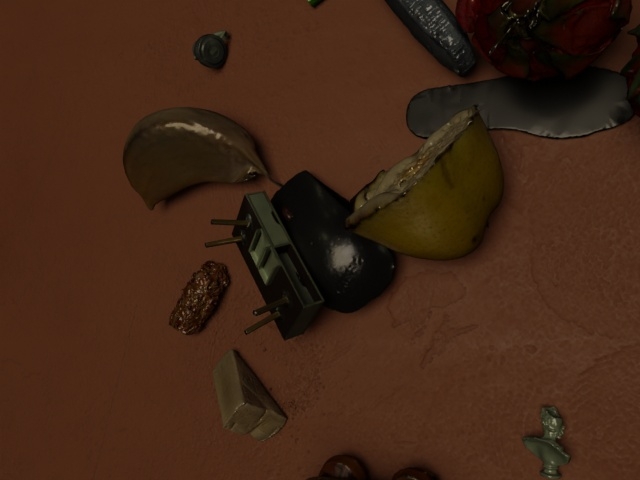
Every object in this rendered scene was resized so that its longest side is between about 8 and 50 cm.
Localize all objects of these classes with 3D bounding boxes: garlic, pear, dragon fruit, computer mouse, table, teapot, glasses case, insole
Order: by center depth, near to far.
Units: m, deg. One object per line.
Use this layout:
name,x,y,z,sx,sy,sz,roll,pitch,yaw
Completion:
dragon fruit,0.289,-0.317,0.718,0.234,0.293,0.233,33,143,29
pear,0.179,-0.056,0.803,0.267,0.267,0.178,-40,95,19
insole,0.304,-0.213,0.839,0.348,0.009,0.119,1,84,27
glasses case,0.161,-0.383,0.871,0.067,0.109,0.282,-37,71,17
table,-0.110,0.049,0.915,0.240,0.111,0.121,60,145,26
computer mouse,-0.002,0.000,0.933,0.295,0.087,0.168,42,107,26
garlic,-0.238,-0.177,1.067,0.339,0.151,0.196,-7,110,20
teapot,-0.231,-0.405,1.109,0.057,0.066,0.088,23,74,44

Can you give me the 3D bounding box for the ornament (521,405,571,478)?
ornament,0.329,0.294,0.762,0.068,0.041,0.092,38,116,48

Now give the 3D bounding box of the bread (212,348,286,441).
bread,-0.140,0.295,1.016,0.077,0.105,0.152,-48,35,16

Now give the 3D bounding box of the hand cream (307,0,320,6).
hand cream,0.026,-0.489,0.998,0.122,0.023,0.036,-33,60,20

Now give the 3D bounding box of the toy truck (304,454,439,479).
toy truck,0.050,0.457,0.801,0.288,0.204,0.211,1,89,27

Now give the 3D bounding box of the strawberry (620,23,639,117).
strawberry,0.530,-0.216,0.605,0.288,0.250,0.238,8,119,-9

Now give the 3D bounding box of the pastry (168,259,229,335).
pastry,-0.249,0.117,1.065,0.087,0.063,0.169,34,102,28
